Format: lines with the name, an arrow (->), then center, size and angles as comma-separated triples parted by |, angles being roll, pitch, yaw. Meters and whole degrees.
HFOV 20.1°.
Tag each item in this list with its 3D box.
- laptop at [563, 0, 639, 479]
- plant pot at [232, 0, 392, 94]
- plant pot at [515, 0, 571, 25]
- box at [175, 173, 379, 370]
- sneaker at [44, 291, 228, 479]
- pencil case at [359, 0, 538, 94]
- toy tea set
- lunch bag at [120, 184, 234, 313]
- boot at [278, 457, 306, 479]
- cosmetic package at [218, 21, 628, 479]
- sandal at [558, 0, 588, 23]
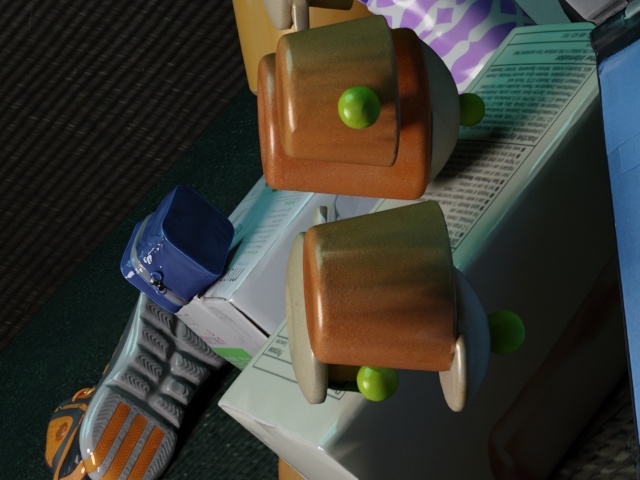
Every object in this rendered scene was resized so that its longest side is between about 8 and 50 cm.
laptop -> 0.157, -0.147, 0.720 | 0.382, 0.408, 0.236 | -34, 16, 50
plant pot -> 0.004, -0.217, 1.539 | 0.205, 0.205, 0.187 | 176, 96, -74
plant pot -> 0.186, -0.233, 1.527 | 0.234, 0.166, 0.165 | -56, 10, 10
box -> 0.000, 0.000, 1.539 | 0.231, 0.127, 0.262 | -52, 12, -12
sneaker -> -0.185, 0.133, 1.815 | 0.180, 0.124, 0.321 | -33, 20, 52
pencil case -> 0.124, -0.131, 1.327 | 0.086, 0.206, 0.088 | -41, 1, -38
toy tea set -> 0.041, -0.037, 0.897 | 0.200, 0.124, 0.336 | 92, 172, -47
lunch bag -> -0.118, 0.012, 1.461 | 0.065, 0.067, 0.098 | -41, 17, 29
boot -> 0.054, 0.111, 1.151 | 0.197, 0.073, 0.152 | -44, 20, 18
cosmetic package -> 0.099, 0.026, 1.025 | 0.296, 0.129, 0.153 | -51, 23, -11
sandal -> 0.343, -0.319, 1.306 | 0.445, 0.167, 0.107 | -57, 37, -1
